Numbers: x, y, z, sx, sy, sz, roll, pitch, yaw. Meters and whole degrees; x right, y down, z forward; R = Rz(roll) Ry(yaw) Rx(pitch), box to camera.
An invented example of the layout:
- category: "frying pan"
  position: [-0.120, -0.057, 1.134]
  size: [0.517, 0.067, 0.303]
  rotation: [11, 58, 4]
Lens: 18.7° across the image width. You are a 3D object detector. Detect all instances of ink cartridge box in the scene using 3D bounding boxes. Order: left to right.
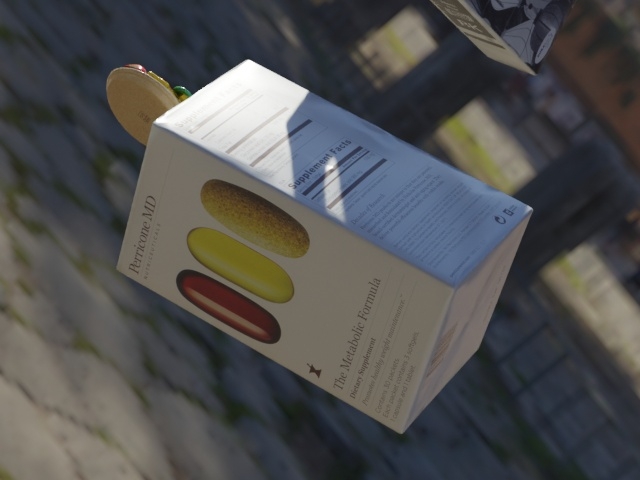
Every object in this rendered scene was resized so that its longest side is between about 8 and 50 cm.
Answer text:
- category: "ink cartridge box"
  position: [0.135, -0.280, 1.640]
  size: [0.065, 0.165, 0.333]
  rotation: [26, -4, 36]

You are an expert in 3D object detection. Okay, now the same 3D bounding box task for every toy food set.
- category: "toy food set"
  position: [-0.127, -0.098, 1.461]
  size: [0.082, 0.020, 0.083]
  rotation: [35, -32, 11]

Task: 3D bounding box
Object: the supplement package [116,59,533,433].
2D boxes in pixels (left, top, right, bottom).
- category: "supplement package"
  position: [0.000, 0.000, 1.376]
  size: [0.244, 0.139, 0.134]
  rotation: [28, 36, 16]
